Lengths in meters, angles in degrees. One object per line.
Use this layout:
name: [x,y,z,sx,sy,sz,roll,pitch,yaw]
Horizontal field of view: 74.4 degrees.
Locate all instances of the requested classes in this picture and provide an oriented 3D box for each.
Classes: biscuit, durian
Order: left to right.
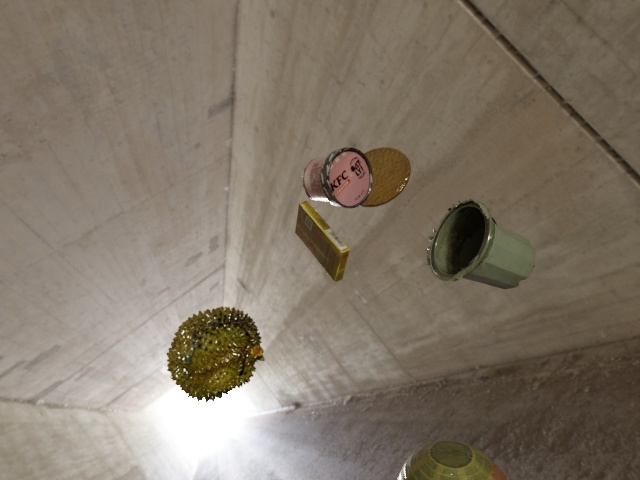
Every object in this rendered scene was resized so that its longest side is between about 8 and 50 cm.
durian: [-0.297,0.311,1.213,0.292,0.258,0.258,-27,-13,-32]
biscuit: [0.201,-0.226,1.526,0.262,0.262,0.037,-40,-38,1]

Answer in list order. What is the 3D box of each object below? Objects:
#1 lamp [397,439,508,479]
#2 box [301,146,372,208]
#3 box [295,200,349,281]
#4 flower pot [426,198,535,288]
lamp: [0.284,0.585,0.907,0.250,0.284,0.250,-2,7,0]
box: [0.037,-0.158,1.092,0.151,0.151,0.135,-35,23,-30]
box: [0.000,0.000,0.840,0.022,0.156,0.089,-18,-41,-29]
flower pot: [0.539,0.033,1.398,0.290,0.259,0.290,-54,25,40]
